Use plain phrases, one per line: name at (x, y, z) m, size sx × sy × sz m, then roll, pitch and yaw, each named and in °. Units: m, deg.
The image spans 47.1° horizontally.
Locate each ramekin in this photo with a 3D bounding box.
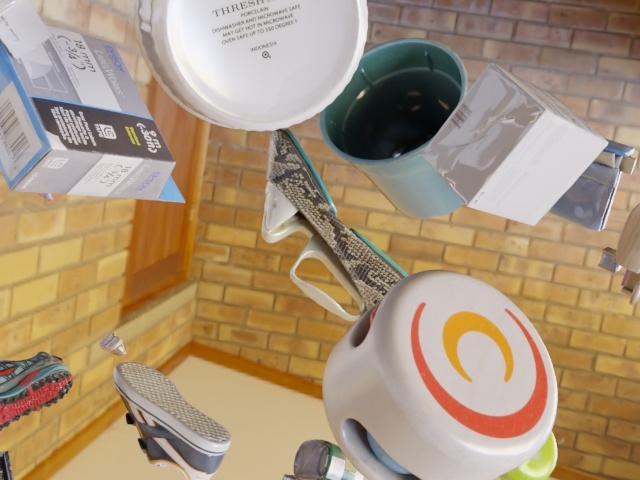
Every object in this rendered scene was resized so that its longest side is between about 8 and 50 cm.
ramekin at (-0.071, -0.246, 0.818) m, size 0.273 × 0.272 × 0.127 m, roll 7°, pitch -159°, yaw -17°

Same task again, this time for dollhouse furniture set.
dollhouse furniture set at (0.562, -0.045, 1.532) m, size 0.303 × 0.286 × 0.198 m, roll 30°, pitch -144°, yaw 33°

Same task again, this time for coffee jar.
coffee jar at (0.045, 0.429, 1.354) m, size 0.184 × 0.079 × 0.096 m, roll 33°, pitch 149°, yaw -34°

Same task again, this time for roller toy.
roller toy at (0.106, 0.136, 0.691) m, size 0.191 × 0.209 × 0.146 m, roll 8°, pitch 144°, yaw -26°

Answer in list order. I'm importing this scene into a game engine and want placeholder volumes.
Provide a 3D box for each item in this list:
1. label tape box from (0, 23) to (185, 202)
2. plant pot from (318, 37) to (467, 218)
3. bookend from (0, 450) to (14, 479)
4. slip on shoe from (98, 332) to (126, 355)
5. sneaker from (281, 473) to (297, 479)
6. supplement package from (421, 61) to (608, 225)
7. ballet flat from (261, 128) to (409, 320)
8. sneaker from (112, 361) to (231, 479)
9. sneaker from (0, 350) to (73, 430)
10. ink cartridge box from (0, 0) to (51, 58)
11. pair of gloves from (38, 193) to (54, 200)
label tape box at (-0.332, -0.186, 1.089) m, size 0.334 × 0.106 × 0.240 m, roll -1°, pitch -123°, yaw -59°
plant pot at (0.220, -0.236, 1.730) m, size 0.341 × 0.341 × 0.334 m, roll 15°, pitch 161°, yaw 33°
bookend at (-0.743, 0.491, 1.495) m, size 0.156 × 0.072 × 0.157 m, roll -14°, pitch 177°, yaw 35°
slip on shoe at (-0.539, 0.274, 1.917) m, size 0.051 × 0.041 × 0.135 m, roll -45°, pitch -159°, yaw -26°
sneaker at (-0.089, 0.682, 1.982) m, size 0.212 × 0.094 × 0.080 m, roll -31°, pitch 177°, yaw 4°
supplement package at (0.323, -0.155, 1.230) m, size 0.203 × 0.194 × 0.149 m, roll 11°, pitch -145°, yaw -42°
ballet flat at (0.000, 0.000, 1.425) m, size 0.482 × 0.182 × 0.164 m, roll 51°, pitch 171°, yaw 9°
sneaker at (-0.324, 0.371, 1.482) m, size 0.321 × 0.127 × 0.126 m, roll 31°, pitch -166°, yaw 34°
sneaker at (-0.641, 0.304, 1.473) m, size 0.262 × 0.104 × 0.125 m, roll -18°, pitch -140°, yaw -32°
ink cartridge box at (-0.405, -0.308, 0.907) m, size 0.135 × 0.056 × 0.099 m, roll 51°, pitch 169°, yaw 10°
pair of gloves at (-0.562, -0.157, 1.379) m, size 0.198 × 0.159 × 0.023 m, roll 26°, pitch -136°, yaw 33°
